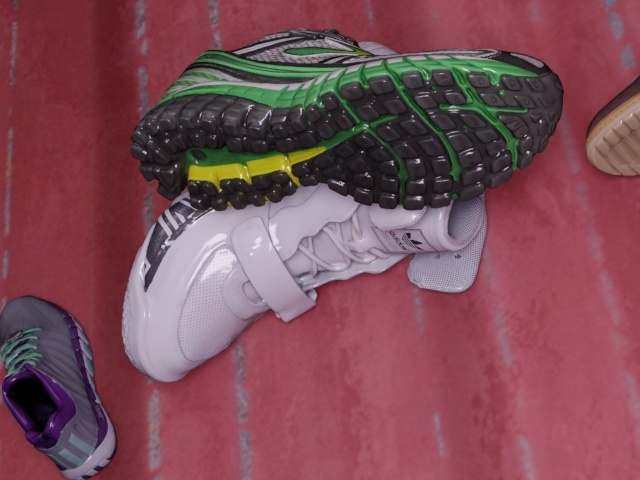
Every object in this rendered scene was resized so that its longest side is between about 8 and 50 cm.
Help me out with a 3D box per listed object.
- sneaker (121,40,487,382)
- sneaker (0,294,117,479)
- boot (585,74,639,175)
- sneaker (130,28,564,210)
[{"bbox_3d":[0.000,0.000,1.140,0.366,0.137,0.210,-49,47,-9],"label":"sneaker"},{"bbox_3d":[-0.261,0.116,1.243,0.083,0.098,0.224,-39,50,3],"label":"sneaker"},{"bbox_3d":[0.310,-0.174,1.128,0.248,0.090,0.207,-31,39,12],"label":"boot"},{"bbox_3d":[0.020,-0.117,1.047,0.343,0.134,0.146,1,49,24],"label":"sneaker"}]
